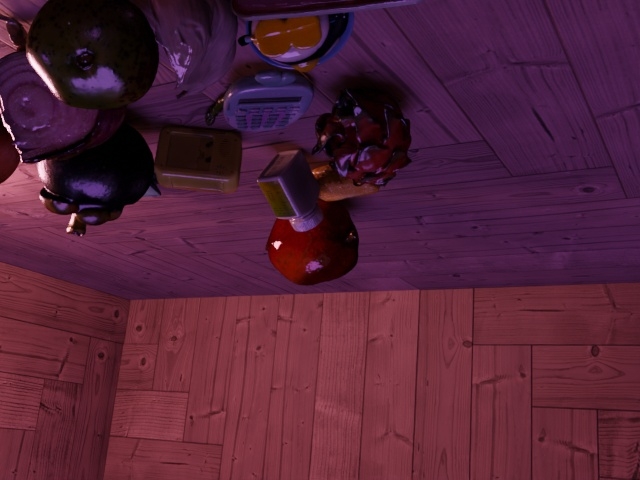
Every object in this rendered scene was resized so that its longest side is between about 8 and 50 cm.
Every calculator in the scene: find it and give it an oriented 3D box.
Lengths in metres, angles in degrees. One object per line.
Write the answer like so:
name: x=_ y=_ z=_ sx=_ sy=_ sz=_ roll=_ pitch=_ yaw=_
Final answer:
calculator: x=-0.111 y=-0.294 z=1.561 sx=0.186 sy=0.041 sz=0.299 roll=-5 pitch=167 yaw=-12

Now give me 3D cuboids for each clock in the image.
clock: x=-0.297 y=-0.198 z=1.821 sx=0.203 sy=0.143 sz=0.096 roll=6 pitch=157 yaw=-2

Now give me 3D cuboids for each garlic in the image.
garlic: x=-0.206 y=-0.344 z=1.256 sx=0.143 sy=0.177 sz=0.229 roll=-17 pitch=177 yaw=-7

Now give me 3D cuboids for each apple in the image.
apple: x=-0.865 y=-0.216 z=1.883 sx=0.201 sy=0.162 sz=0.201 roll=6 pitch=165 yaw=2

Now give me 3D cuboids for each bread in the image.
bread: x=0.061 y=-0.162 z=1.954 sx=0.211 sy=0.083 sz=0.114 roll=-9 pitch=154 yaw=41

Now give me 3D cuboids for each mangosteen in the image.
mangosteen: x=-0.544 y=-0.153 z=1.765 sx=0.275 sy=0.302 sz=0.275 roll=20 pitch=-173 yaw=-2

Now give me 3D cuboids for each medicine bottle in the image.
medicine bottle: x=-0.068 y=-0.121 z=1.905 sx=0.088 sy=0.132 sz=0.188 roll=-3 pitch=128 yaw=35

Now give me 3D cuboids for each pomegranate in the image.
pomegranate: x=-0.377 y=-0.334 z=1.277 sx=0.215 sy=0.214 sz=0.247 roll=4 pitch=-152 yaw=1

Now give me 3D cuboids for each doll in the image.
doll: x=-0.036 y=-0.331 z=1.148 sx=0.177 sy=0.141 sz=0.314 roll=-12 pitch=-161 yaw=9

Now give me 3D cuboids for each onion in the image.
onion: x=-0.513 y=-0.281 z=1.480 sx=0.257 sy=0.272 sz=0.230 roll=11 pitch=-170 yaw=-2

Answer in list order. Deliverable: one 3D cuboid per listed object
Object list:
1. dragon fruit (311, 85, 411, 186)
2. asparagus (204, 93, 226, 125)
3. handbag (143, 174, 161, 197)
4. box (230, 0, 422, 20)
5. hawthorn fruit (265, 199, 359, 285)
dragon fruit: x=0.090 y=-0.225 z=1.546 sx=0.193 sy=0.193 sz=0.274 roll=-6 pitch=137 yaw=23
asparagus: x=-0.220 y=-0.300 z=1.650 sx=0.034 sy=0.027 sz=0.236 roll=0 pitch=168 yaw=-29
handbag: x=-0.585 y=-0.170 z=2.172 sx=0.221 sy=0.057 sz=0.144 roll=-2 pitch=159 yaw=24
box: x=0.000 y=-0.406 z=0.928 sx=0.294 sy=0.193 sz=0.167 roll=0 pitch=158 yaw=18
hawthorn fruit: x=0.000 y=0.000 z=2.236 sx=0.265 sy=0.265 sz=0.307 roll=18 pitch=154 yaw=-40
